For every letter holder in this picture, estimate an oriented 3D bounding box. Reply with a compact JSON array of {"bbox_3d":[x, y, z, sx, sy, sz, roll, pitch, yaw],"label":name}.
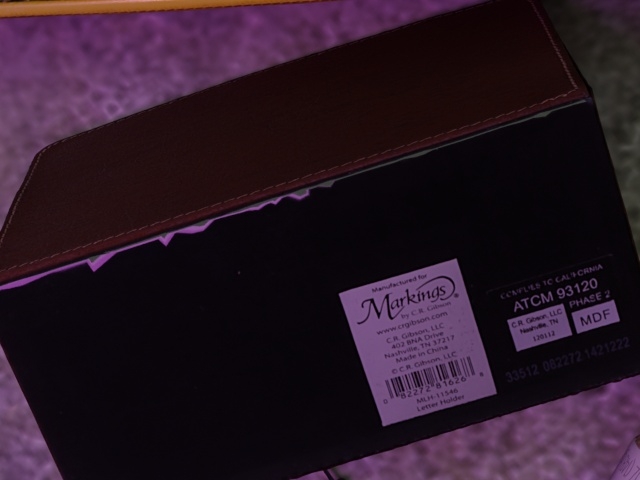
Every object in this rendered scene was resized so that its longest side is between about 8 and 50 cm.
[{"bbox_3d":[0.000,0.000,0.895,0.302,0.214,0.152,-17,113,6],"label":"letter holder"}]

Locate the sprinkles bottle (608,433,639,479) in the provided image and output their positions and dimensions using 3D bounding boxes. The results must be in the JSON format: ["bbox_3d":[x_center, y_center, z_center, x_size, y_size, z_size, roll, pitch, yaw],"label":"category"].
[{"bbox_3d":[0.160,0.200,0.820,0.121,0.121,0.355,30,98,11],"label":"sprinkles bottle"}]

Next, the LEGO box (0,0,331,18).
[{"bbox_3d":[-0.049,-0.303,0.848,0.500,0.193,0.372,-1,98,12],"label":"LEGO box"}]

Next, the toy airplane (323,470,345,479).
[{"bbox_3d":[-0.048,0.176,0.928,0.151,0.028,0.151,-1,82,10],"label":"toy airplane"}]
